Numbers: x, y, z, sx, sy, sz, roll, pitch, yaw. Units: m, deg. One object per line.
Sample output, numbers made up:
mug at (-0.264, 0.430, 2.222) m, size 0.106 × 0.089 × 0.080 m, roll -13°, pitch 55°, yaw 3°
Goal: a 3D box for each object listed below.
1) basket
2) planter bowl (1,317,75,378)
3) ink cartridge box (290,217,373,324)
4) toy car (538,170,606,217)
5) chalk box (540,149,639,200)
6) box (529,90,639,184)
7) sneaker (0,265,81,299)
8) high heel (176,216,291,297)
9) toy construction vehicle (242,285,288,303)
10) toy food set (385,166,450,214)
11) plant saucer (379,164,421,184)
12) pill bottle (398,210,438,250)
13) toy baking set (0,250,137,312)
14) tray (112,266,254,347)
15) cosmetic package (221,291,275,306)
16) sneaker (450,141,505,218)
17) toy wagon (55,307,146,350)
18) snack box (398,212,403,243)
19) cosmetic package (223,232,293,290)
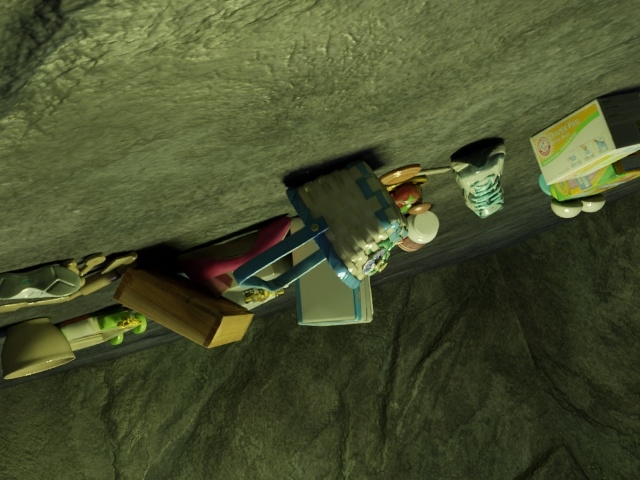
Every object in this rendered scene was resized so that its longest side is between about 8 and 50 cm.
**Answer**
basket at (0.000, 0.000, 1.601) m, size 0.289 × 0.201 × 0.255 m, roll -29°, pitch 171°, yaw 9°
planter bowl at (-0.654, 0.240, 2.108) m, size 0.162 × 0.109 × 0.162 m, roll -17°, pitch 172°, yaw -2°
ink cartridge box at (0.028, 0.071, 2.005) m, size 0.129 × 0.223 × 0.307 m, roll -6°, pitch 173°, yaw 8°
toy car at (0.597, -0.150, 2.200) m, size 0.182 × 0.159 × 0.136 m, roll -13°, pitch -153°, yaw -32°
chalk box at (0.565, -0.166, 1.958) m, size 0.132 × 0.132 × 0.213 m, roll -12°, pitch 170°, yaw -34°
box at (0.518, -0.194, 1.777) m, size 0.114 × 0.103 × 0.203 m, roll -14°, pitch 171°, yaw -28°
sneaker at (-0.488, 0.072, 1.578) m, size 0.152 × 0.053 × 0.061 m, roll -2°, pitch 175°, yaw -23°
high heel at (-0.172, 0.007, 1.853) m, size 0.244 × 0.117 × 0.082 m, roll -39°, pitch -162°, yaw 25°
toy construction vehicle at (-0.121, 0.119, 2.019) m, size 0.098 × 0.035 × 0.086 m, roll -20°, pitch 171°, yaw 36°
toy food set at (0.162, -0.077, 1.899) m, size 0.218 × 0.071 × 0.128 m, roll -26°, pitch 169°, yaw 41°
plant saucer at (0.153, -0.124, 1.769) m, size 0.084 × 0.013 × 0.083 m, roll -18°, pitch 172°, yaw -3°
pill bottle at (0.248, -0.027, 2.357) m, size 0.086 × 0.086 × 0.152 m, roll -16°, pitch 172°, yaw -15°
toy baking set at (-0.462, 0.070, 1.696) m, size 0.256 × 0.030 × 0.197 m, roll -27°, pitch 164°, yaw 15°
tray at (-0.265, 0.134, 1.894) m, size 0.076 × 0.203 × 0.411 m, roll -63°, pitch 175°, yaw -3°
cosmetic package at (-0.213, 0.119, 2.237) m, size 0.086 × 0.117 × 0.231 m, roll -10°, pitch 170°, yaw -37°
sneaker at (0.331, -0.113, 1.842) m, size 0.110 × 0.122 × 0.283 m, roll -20°, pitch 172°, yaw 8°
toy wagon at (-0.578, 0.231, 2.364) m, size 0.344 × 0.068 × 0.267 m, roll -26°, pitch 169°, yaw 41°
snack box at (0.143, -0.036, 1.987) m, size 0.064 × 0.022 × 0.178 m, roll -19°, pitch -155°, yaw 14°
cosmetic package at (-0.131, 0.051, 2.022) m, size 0.127 × 0.107 × 0.238 m, roll -20°, pitch 174°, yaw 12°
